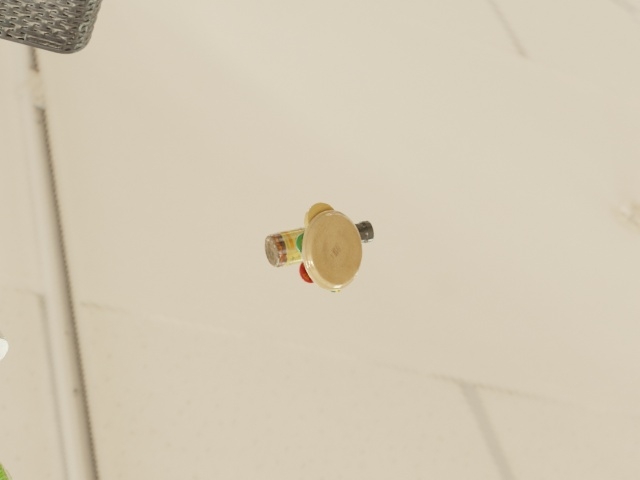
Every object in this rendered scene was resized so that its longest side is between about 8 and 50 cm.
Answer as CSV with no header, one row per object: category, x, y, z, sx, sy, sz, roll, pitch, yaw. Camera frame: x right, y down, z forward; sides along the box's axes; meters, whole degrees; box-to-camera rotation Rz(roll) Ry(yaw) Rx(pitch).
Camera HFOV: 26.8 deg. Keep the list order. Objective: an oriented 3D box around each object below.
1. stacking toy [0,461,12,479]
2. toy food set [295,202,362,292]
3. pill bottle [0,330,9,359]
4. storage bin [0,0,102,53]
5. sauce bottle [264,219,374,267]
stacking toy,-0.393,0.223,1.258,0.221,0.167,0.052,41,163,47
toy food set,0.009,0.010,1.328,0.083,0.020,0.083,36,-116,-36
pill bottle,-0.476,0.106,1.778,0.078,0.078,0.137,-9,-131,-49
storage bin,-0.208,-0.237,0.966,0.122,0.084,0.180,13,-122,-16
sauce bottle,0.000,0.000,1.538,0.128,0.042,0.042,-14,-130,-27
